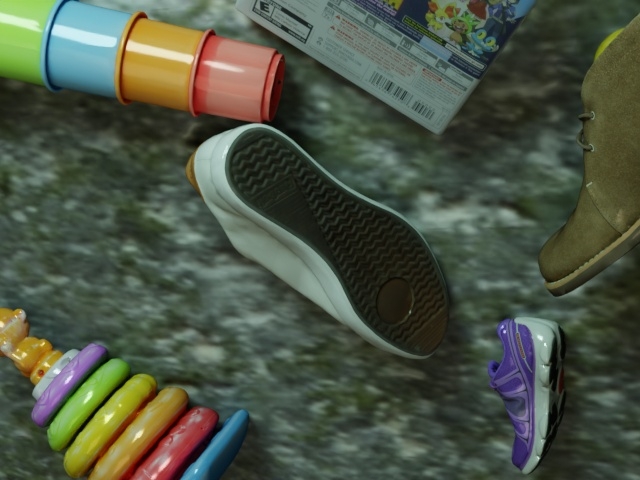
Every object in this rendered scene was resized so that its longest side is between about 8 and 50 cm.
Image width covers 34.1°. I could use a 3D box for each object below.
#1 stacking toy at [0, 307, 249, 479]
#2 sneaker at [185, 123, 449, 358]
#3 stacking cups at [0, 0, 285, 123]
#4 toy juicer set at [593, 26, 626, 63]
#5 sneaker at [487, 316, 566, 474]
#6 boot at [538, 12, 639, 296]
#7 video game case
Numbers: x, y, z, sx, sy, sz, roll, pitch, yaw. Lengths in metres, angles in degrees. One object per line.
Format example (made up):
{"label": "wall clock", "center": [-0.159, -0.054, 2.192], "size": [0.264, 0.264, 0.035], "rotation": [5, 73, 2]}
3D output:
{"label": "stacking toy", "center": [-0.240, 0.176, 1.094], "size": [0.302, 0.166, 0.175], "rotation": [40, 110, 1]}
{"label": "sneaker", "center": [0.000, 0.000, 0.944], "size": [0.290, 0.106, 0.123], "rotation": [44, 159, -24]}
{"label": "stacking cups", "center": [-0.189, -0.155, 0.883], "size": [0.316, 0.096, 0.096], "rotation": [15, 126, 3]}
{"label": "toy juicer set", "center": [0.241, -0.201, 0.737], "size": [0.329, 0.089, 0.209], "rotation": [27, 144, -7]}
{"label": "sneaker", "center": [0.194, 0.144, 0.998], "size": [0.071, 0.068, 0.170], "rotation": [10, 118, 28]}
{"label": "boot", "center": [0.230, -0.073, 0.763], "size": [0.115, 0.112, 0.305], "rotation": [38, 138, 7]}
{"label": "video game case", "center": [0.044, -0.186, 0.785], "size": [0.201, 0.023, 0.183], "rotation": [32, 147, 0]}
